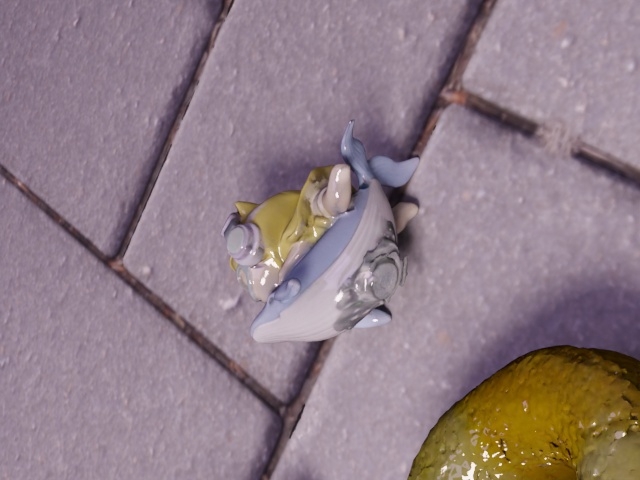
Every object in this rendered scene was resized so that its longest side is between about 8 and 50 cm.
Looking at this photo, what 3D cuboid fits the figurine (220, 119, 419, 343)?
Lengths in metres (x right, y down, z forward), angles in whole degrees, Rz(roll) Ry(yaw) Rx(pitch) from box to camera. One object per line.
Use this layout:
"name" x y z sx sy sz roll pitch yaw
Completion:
"figurine" 0.000 0.000 0.964 0.184 0.128 0.208 34 95 45

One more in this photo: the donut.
"donut" 0.149 0.186 0.737 0.272 0.107 0.272 -41 31 32
